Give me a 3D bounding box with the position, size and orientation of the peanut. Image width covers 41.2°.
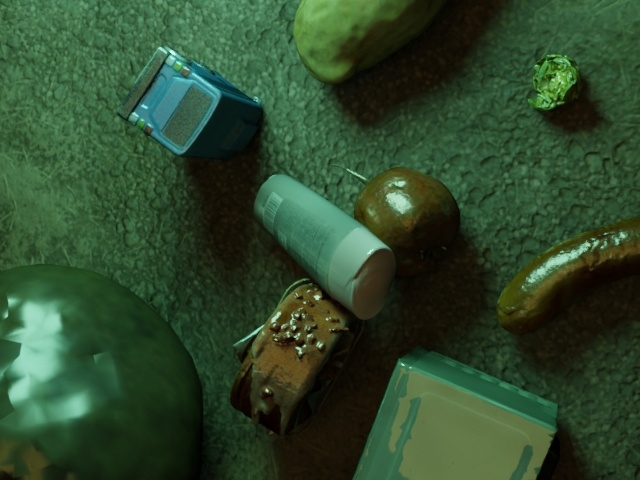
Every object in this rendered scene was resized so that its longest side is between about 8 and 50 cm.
[{"bbox_3d":[0.096,-0.385,1.153,0.192,0.169,0.387,37,100,20],"label":"peanut"}]

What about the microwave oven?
[{"bbox_3d":[0.160,0.319,1.114,0.237,0.181,0.295,22,95,14],"label":"microwave oven"}]

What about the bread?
[{"bbox_3d":[-0.041,0.159,1.164,0.142,0.212,0.224,31,99,11],"label":"bread"}]

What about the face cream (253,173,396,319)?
[{"bbox_3d":[0.000,0.000,1.152,0.269,0.073,0.107,40,128,49],"label":"face cream"}]

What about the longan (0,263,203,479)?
[{"bbox_3d":[-0.353,0.261,1.162,0.404,0.404,0.436,-25,49,15],"label":"longan"}]

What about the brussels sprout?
[{"bbox_3d":[0.316,-0.213,1.143,0.085,0.058,0.085,2,93,51],"label":"brussels sprout"}]

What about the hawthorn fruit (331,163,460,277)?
[{"bbox_3d":[0.115,-0.043,1.161,0.149,0.149,0.189,-22,68,16],"label":"hawthorn fruit"}]

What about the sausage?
[{"bbox_3d":[0.367,0.035,1.109,0.302,0.076,0.103,-21,83,16],"label":"sausage"}]

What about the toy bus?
[{"bbox_3d":[-0.172,-0.182,1.202,0.133,0.234,0.116,35,99,7],"label":"toy bus"}]
